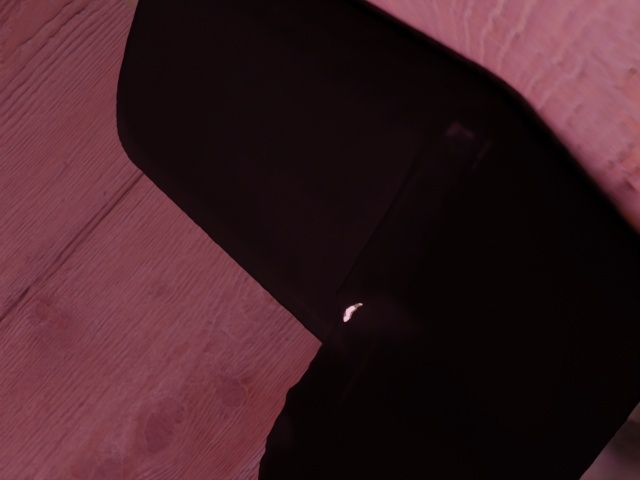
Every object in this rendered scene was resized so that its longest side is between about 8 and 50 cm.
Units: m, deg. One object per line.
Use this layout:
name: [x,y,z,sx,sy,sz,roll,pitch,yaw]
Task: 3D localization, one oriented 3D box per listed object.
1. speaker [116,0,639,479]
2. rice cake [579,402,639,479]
speaker: [0.000,0.000,0.780,0.180,0.184,0.388,43,180,-33]
rice cake: [0.148,0.108,0.712,0.043,0.127,0.237,37,175,-36]
